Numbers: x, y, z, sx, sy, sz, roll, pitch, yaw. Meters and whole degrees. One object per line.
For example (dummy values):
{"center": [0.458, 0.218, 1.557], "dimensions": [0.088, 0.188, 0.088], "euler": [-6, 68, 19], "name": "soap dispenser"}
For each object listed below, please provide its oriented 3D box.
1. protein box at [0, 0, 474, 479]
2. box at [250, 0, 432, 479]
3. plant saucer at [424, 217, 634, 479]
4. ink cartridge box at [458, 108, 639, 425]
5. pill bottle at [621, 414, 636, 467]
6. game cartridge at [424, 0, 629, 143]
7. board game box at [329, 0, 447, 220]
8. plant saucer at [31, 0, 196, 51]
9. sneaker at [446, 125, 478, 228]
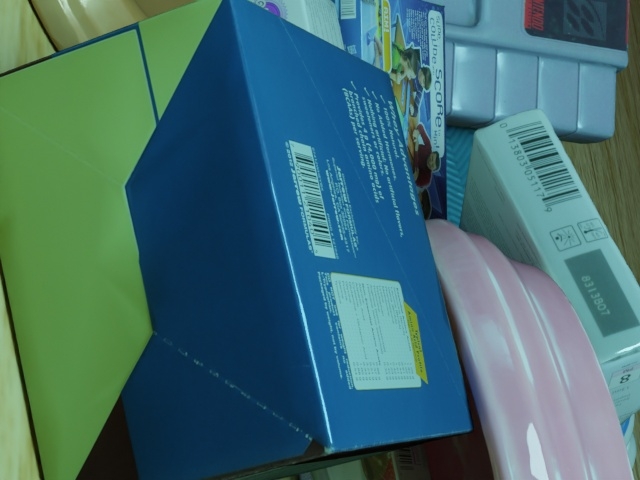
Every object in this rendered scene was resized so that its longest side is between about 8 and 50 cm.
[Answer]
{"center": [-0.038, 0.014, 0.741], "dimensions": [0.201, 0.136, 0.200], "euler": [11, 64, -68], "name": "protein box"}
{"center": [0.000, 0.000, 0.962], "dimensions": [0.067, 0.063, 0.324], "euler": [21, 55, -67], "name": "box"}
{"center": [0.115, 0.146, 0.935], "dimensions": [0.332, 0.084, 0.332], "euler": [169, -90, -83], "name": "plant saucer"}
{"center": [0.150, 0.055, 1.056], "dimensions": [0.232, 0.066, 0.189], "euler": [85, -16, -58], "name": "ink cartridge box"}
{"center": [0.182, 0.126, 1.264], "dimensions": [0.221, 0.124, 0.124], "euler": [51, 30, -46], "name": "pill bottle"}
{"center": [0.137, -0.263, 1.216], "dimensions": [0.068, 0.230, 0.355], "euler": [165, -71, -70], "name": "game cartridge"}
{"center": [0.046, -0.068, 1.079], "dimensions": [0.136, 0.035, 0.201], "euler": [-2, 92, -61], "name": "board game box"}
{"center": [-0.106, -0.162, 0.845], "dimensions": [0.200, 0.037, 0.200], "euler": [-15, 90, -70], "name": "plant saucer"}
{"center": [0.110, -0.062, 1.291], "dimensions": [0.092, 0.087, 0.229], "euler": [-74, 150, -68], "name": "sneaker"}
